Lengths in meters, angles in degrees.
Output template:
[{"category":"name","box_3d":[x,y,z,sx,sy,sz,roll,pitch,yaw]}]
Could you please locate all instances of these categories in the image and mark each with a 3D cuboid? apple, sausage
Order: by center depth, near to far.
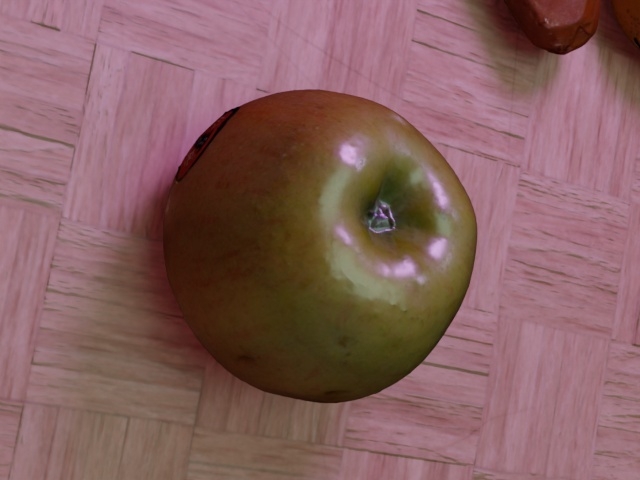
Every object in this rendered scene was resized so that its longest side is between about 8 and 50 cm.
[{"category":"apple","box_3d":[0.000,0.000,1.272,0.339,0.305,0.338,1,88,-27]},{"category":"sausage","box_3d":[0.278,-0.361,1.536,0.133,0.133,0.258,-36,105,-25]}]

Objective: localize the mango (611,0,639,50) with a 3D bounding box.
[{"category":"mango","box_3d":[0.516,-0.329,1.645,0.290,0.160,0.191,29,94,-29]}]
